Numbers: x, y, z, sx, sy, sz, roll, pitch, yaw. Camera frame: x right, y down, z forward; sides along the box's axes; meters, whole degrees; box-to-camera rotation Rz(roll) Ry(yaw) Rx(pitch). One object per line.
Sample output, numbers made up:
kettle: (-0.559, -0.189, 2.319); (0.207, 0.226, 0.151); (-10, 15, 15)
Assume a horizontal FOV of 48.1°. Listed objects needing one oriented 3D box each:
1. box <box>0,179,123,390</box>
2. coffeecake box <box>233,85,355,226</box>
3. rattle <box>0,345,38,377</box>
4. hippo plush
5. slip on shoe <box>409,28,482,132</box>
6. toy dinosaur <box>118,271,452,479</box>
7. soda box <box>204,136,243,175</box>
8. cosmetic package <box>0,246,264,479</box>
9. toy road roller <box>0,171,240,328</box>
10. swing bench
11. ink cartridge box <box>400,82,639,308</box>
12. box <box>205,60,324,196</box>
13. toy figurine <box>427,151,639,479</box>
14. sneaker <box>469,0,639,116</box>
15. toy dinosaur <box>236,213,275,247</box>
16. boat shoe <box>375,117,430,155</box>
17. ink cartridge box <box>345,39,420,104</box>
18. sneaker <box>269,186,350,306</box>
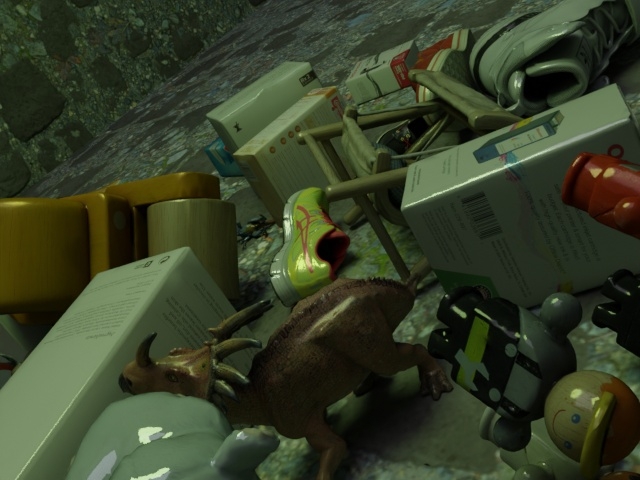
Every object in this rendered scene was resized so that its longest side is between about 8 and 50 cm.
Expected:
box: (-0.438, 0.083, 1.182); (0.214, 0.168, 0.345); (-15, 30, 31)
coffeecake box: (-0.022, -0.132, 1.132); (0.185, 0.142, 0.068); (-43, 28, -23)
rattle: (-0.344, 0.152, 0.960); (0.199, 0.130, 0.143); (8, 54, 22)
hippo plush: (-0.088, 0.232, 0.441); (0.234, 0.237, 0.294); (-35, 25, -8)
slip on shoe: (0.191, -0.248, 1.132); (0.101, 0.123, 0.331); (-16, 24, 25)
toy dinosaur: (-0.006, 0.096, 0.637); (0.295, 0.200, 0.127); (-39, 26, -17)
soda box: (-0.142, -0.176, 1.430); (0.210, 0.071, 0.067); (4, 43, 51)
cosmetic package: (-0.203, 0.198, 0.684); (0.155, 0.197, 0.366); (-15, 29, 32)
toy road roller: (-0.289, 0.025, 0.924); (0.329, 0.203, 0.240); (-7, -8, 25)
swing bench: (0.130, -0.096, 0.874); (0.254, 0.165, 0.253); (-30, 25, 3)
ink cartridge box: (0.205, -0.028, 0.677); (0.212, 0.154, 0.093); (-21, 26, 24)
box: (-0.067, -0.185, 1.235); (0.181, 0.182, 0.119); (-36, 24, -9)
toy figurine: (0.195, 0.074, 0.451); (0.209, 0.213, 0.148); (-42, 43, -14)
sneaker: (0.383, -0.284, 0.972); (0.365, 0.137, 0.210); (-28, 26, 19)
toy dinosaur: (-0.118, -0.011, 1.170); (0.082, 0.047, 0.090); (-19, -7, 43)
boat shoe: (0.132, -0.157, 1.116); (0.133, 0.049, 0.042); (-40, 18, -26)
ink cartridge box: (0.128, -0.335, 1.431); (0.135, 0.056, 0.099); (-15, 31, 31)
sneaker: (0.000, 0.000, 0.956); (0.094, 0.081, 0.209); (-18, 39, 24)
